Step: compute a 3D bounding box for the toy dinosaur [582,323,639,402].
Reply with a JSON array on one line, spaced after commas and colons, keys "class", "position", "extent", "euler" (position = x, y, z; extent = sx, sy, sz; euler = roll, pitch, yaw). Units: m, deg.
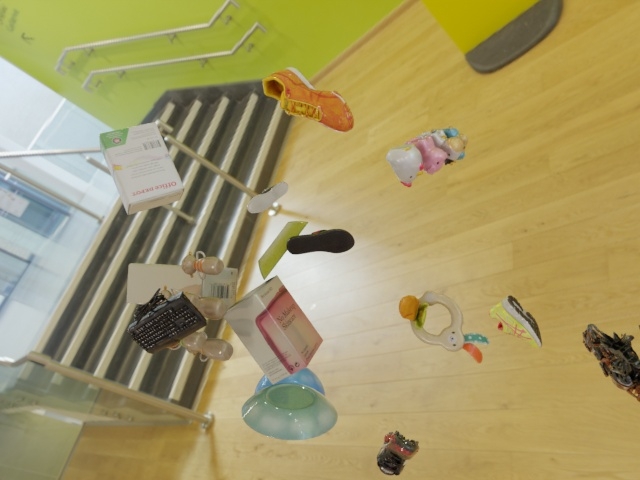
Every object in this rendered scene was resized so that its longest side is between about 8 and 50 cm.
[{"class": "toy dinosaur", "position": [0.873, 0.346, 1.295], "extent": [0.164, 0.218, 0.322], "euler": [-29, 41, -21]}]

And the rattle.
[{"class": "rattle", "position": [0.288, 0.198, 1.063], "extent": [0.130, 0.143, 0.199], "euler": [-39, 61, -9]}]

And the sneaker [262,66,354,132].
[{"class": "sneaker", "position": [-0.020, -0.204, 0.706], "extent": [0.067, 0.064, 0.175], "euler": [-37, 55, -26]}]

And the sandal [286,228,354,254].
[{"class": "sandal", "position": [0.000, 0.000, 1.199], "extent": [0.040, 0.179, 0.067], "euler": [-117, 25, -67]}]

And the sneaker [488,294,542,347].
[{"class": "sneaker", "position": [0.580, 0.251, 1.380], "extent": [0.094, 0.208, 0.081], "euler": [-35, 18, 30]}]

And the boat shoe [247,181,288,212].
[{"class": "boat shoe", "position": [-0.141, -0.117, 1.249], "extent": [0.125, 0.046, 0.038], "euler": [-37, 10, 3]}]

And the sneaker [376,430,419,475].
[{"class": "sneaker", "position": [0.249, 0.704, 1.521], "extent": [0.135, 0.098, 0.276], "euler": [-60, -10, -23]}]

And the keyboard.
[{"class": "keyboard", "position": [-0.293, 0.151, 0.829], "extent": [0.192, 0.100, 0.038], "euler": [-31, 13, 33]}]

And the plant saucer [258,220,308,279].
[{"class": "plant saucer", "position": [-0.115, 0.021, 1.276], "extent": [0.188, 0.045, 0.188], "euler": [-53, 3, -8]}]

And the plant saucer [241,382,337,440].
[{"class": "plant saucer", "position": [-0.060, 0.329, 0.933], "extent": [0.195, 0.195, 0.037], "euler": [23, 111, 60]}]

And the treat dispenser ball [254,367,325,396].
[{"class": "treat dispenser ball", "position": [-0.123, 0.637, 1.849], "extent": [0.288, 0.288, 0.288], "euler": [-36, 35, 31]}]

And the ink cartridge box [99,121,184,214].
[{"class": "ink cartridge box", "position": [-0.490, -0.197, 1.274], "extent": [0.154, 0.212, 0.093], "euler": [-22, -8, -29]}]

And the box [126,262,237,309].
[{"class": "box", "position": [-0.409, 0.133, 1.360], "extent": [0.311, 0.148, 0.121], "euler": [0, 85, 32]}]

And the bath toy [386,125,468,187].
[{"class": "bath toy", "position": [0.345, -0.267, 1.472], "extent": [0.151, 0.129, 0.348], "euler": [4, 24, 43]}]

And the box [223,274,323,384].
[{"class": "box", "position": [-0.122, 0.236, 1.247], "extent": [0.127, 0.232, 0.148], "euler": [-33, 4, 24]}]

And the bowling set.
[{"class": "bowling set", "position": [-0.334, 0.176, 1.102], "extent": [0.154, 0.200, 0.287], "euler": [1, 97, 34]}]
